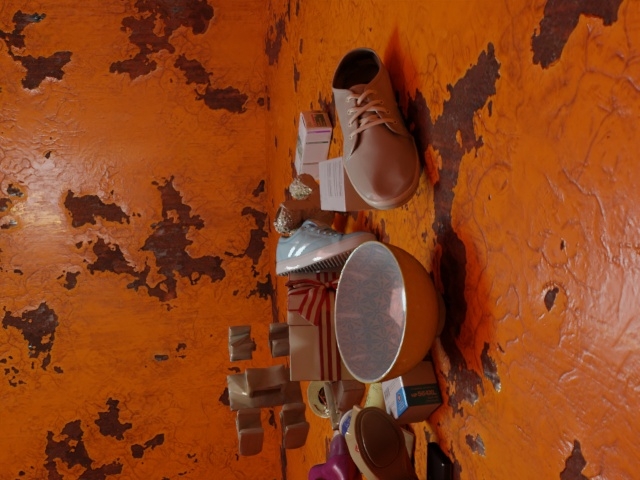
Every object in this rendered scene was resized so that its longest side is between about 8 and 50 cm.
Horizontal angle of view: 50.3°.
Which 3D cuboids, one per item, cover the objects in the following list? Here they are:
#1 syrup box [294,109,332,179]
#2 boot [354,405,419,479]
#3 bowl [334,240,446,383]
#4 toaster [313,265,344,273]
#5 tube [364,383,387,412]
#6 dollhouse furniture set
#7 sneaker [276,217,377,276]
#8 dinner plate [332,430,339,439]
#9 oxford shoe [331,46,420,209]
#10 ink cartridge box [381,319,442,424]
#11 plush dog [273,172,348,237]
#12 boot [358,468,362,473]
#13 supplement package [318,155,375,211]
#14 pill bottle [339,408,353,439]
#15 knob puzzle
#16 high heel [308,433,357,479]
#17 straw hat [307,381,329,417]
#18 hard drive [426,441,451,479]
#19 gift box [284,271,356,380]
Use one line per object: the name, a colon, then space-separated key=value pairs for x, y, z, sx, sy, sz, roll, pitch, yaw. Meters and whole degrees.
syrup box: x=-0.026 y=-0.319 z=2.309 sx=0.237 sy=0.096 sz=0.093 roll=101 pitch=159 yaw=-48
boot: x=0.167 y=0.522 z=1.508 sx=0.283 sy=0.109 sz=0.220 roll=51 pitch=164 yaw=32
bowl: x=0.161 y=0.147 z=1.398 sx=0.289 sy=0.156 sz=0.289 roll=-19 pitch=68 yaw=62
toaster: x=0.033 y=0.137 z=2.141 sx=0.168 sy=0.110 sz=0.185 roll=-145 pitch=52 yaw=-75
tube: x=0.147 y=0.411 z=1.717 sx=0.070 sy=0.062 sz=0.240 roll=-78 pitch=0 yaw=-71
dollhouse furniture set: x=-0.088 y=0.473 z=2.122 sx=0.256 sy=0.394 sz=0.362 roll=100 pitch=162 yaw=-48
sneaker: x=0.000 y=0.000 z=1.901 sx=0.366 sy=0.135 sz=0.150 roll=-16 pitch=76 yaw=39
dinner plate: x=0.059 y=0.743 z=2.415 sx=0.141 sy=0.017 sz=0.141 roll=177 pitch=90 yaw=-76
oxford shoe: x=0.111 y=-0.261 z=1.518 sx=0.130 sy=0.169 sz=0.449 roll=54 pitch=-157 yaw=-53
ink cartridge box: x=0.190 y=0.292 z=1.523 sx=0.148 sy=0.086 sz=0.203 roll=108 pitch=156 yaw=-59
plush dog: x=-0.027 y=-0.051 z=2.154 sx=0.262 sy=0.211 sz=0.225 roll=-69 pitch=-7 yaw=-48
boot: x=0.128 y=0.640 z=2.027 sx=0.118 sy=0.042 sz=0.087 roll=102 pitch=154 yaw=-54
supplement package: x=0.091 y=-0.145 z=1.732 sx=0.244 sy=0.139 sz=0.133 roll=-167 pitch=72 yaw=-76
pill bottle: x=0.128 y=0.529 z=1.828 sx=0.169 sy=0.094 sz=0.094 roll=-151 pitch=57 yaw=-60
knob puzzle: x=0.148 y=0.521 z=1.696 sx=0.213 sy=0.030 sz=0.213 roll=12 pitch=111 yaw=32
high heel: x=0.032 y=0.821 z=2.272 sx=0.181 sy=0.127 sz=0.377 roll=-92 pitch=10 yaw=-50
straw hat: x=0.025 y=0.543 z=2.391 sx=0.061 sy=0.144 sz=0.144 roll=2 pitch=-97 yaw=-60
hard drive: x=0.251 y=0.514 z=1.454 sx=0.094 sy=0.022 sz=0.135 roll=-137 pitch=44 yaw=-72
gift box: x=0.033 y=0.225 z=1.856 sx=0.276 sy=0.255 sz=0.258 roll=-108 pitch=16 yaw=-67
